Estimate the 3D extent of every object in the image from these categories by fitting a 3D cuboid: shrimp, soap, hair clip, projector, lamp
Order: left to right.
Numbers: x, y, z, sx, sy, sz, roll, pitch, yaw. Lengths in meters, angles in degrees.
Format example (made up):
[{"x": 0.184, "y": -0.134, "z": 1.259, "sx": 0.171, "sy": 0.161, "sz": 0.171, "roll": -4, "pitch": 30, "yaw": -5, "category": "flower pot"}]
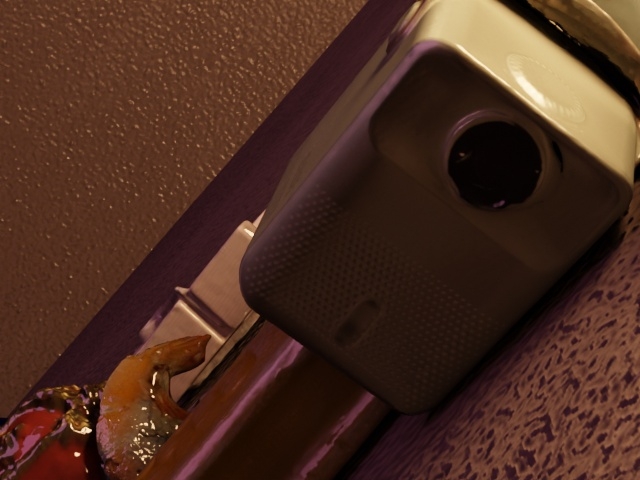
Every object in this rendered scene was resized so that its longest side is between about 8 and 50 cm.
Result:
[{"x": -0.217, "y": 0.235, "z": 1.393, "sx": 0.274, "sy": 0.177, "sz": 0.177, "roll": -50, "pitch": 8, "yaw": -1, "category": "lamp"}, {"x": -0.129, "y": 0.091, "z": 1.853, "sx": 0.331, "sy": 0.085, "sz": 0.101, "roll": -51, "pitch": -6, "yaw": 34, "category": "hair clip"}, {"x": -0.085, "y": 0.121, "z": 1.345, "sx": 0.187, "sy": 0.132, "sz": 0.051, "roll": -43, "pitch": -1, "yaw": -40, "category": "shrimp"}, {"x": -0.068, "y": 0.165, "z": 1.206, "sx": 0.274, "sy": 0.089, "sz": 0.173, "roll": -50, "pitch": 7, "yaw": -5, "category": "soap"}, {"x": 0.080, "y": -0.043, "z": 1.095, "sx": 0.242, "sy": 0.163, "sz": 0.177, "roll": -49, "pitch": 9, "yaw": 24, "category": "projector"}]

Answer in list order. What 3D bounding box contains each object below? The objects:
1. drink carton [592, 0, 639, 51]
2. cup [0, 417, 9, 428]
[{"x": 0.157, "y": -0.185, "z": 1.221, "sx": 0.191, "sy": 0.189, "sz": 0.185, "roll": -51, "pitch": 9, "yaw": -5, "category": "drink carton"}, {"x": -0.286, "y": 0.288, "z": 1.743, "sx": 0.256, "sy": 0.254, "sz": 0.178, "roll": -67, "pitch": -19, "yaw": -72, "category": "cup"}]
